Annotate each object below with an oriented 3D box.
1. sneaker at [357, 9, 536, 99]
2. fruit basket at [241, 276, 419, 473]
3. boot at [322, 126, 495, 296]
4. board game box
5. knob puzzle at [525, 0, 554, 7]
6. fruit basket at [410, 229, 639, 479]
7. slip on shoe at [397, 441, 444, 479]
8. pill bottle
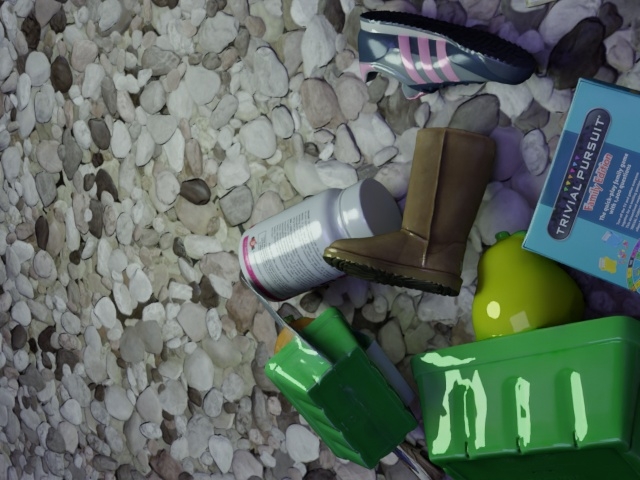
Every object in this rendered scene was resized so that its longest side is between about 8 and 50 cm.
[{"bbox_3d":[0.202,-0.290,1.213,0.319,0.112,0.131,26,127,30],"label":"sneaker"},{"bbox_3d":[0.013,0.212,1.238,0.165,0.353,0.327,-38,111,-4],"label":"fruit basket"},{"bbox_3d":[0.146,-0.059,1.183,0.236,0.089,0.270,13,72,3],"label":"boot"},{"bbox_3d":[0.473,-0.048,0.965,0.336,0.079,0.254,26,114,29],"label":"board game box"},{"bbox_3d":[0.390,-0.465,1.095,0.213,0.030,0.213,5,99,32],"label":"knob puzzle"},{"bbox_3d":[0.338,0.184,1.129,0.392,0.283,0.392,-28,38,24],"label":"fruit basket"},{"bbox_3d":[0.172,0.403,1.354,0.041,0.051,0.135,-40,60,-11],"label":"slip on shoe"},{"bbox_3d":[0.000,0.000,1.336,0.283,0.160,0.160,-24,83,33],"label":"pill bottle"}]
